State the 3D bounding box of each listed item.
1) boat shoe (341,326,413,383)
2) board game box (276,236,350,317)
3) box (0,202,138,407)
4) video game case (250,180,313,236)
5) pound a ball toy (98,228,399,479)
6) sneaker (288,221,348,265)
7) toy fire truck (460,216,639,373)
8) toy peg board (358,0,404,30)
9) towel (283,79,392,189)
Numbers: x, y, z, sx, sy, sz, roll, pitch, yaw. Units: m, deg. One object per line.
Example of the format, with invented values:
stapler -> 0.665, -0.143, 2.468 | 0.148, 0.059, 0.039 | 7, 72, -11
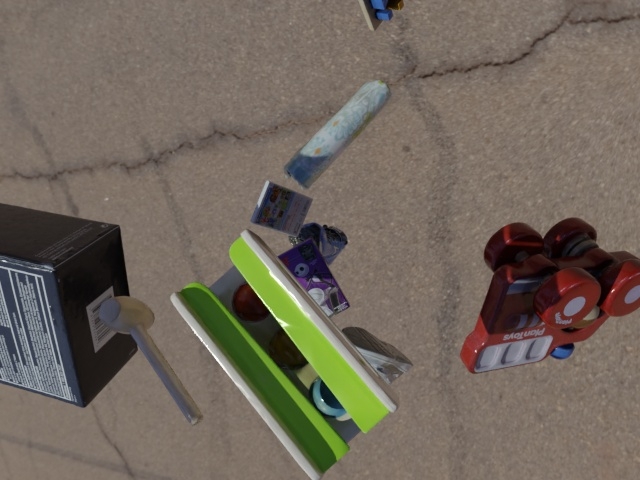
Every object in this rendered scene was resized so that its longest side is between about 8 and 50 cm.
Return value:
boat shoe -> 0.136, 0.313, 1.344 | 0.103, 0.320, 0.118 | -52, 51, 4
board game box -> -0.123, 0.163, 1.319 | 0.347, 0.056, 0.208 | -30, 91, 3
box -> -0.524, 0.107, 0.937 | 0.294, 0.182, 0.296 | 10, 118, 12
video game case -> -0.075, -0.061, 1.014 | 0.011, 0.122, 0.087 | 28, 97, 45
pound a ball toy -> -0.086, 0.142, 0.635 | 0.208, 0.136, 0.319 | -42, 78, -2
sneaker -> 0.000, 0.000, 1.569 | 0.130, 0.330, 0.147 | 42, 81, 12
toy fire truck -> 0.401, 0.111, 0.887 | 0.169, 0.302, 0.253 | -122, 34, -50
toy peg board -> 0.159, -0.587, 1.146 | 0.079, 0.160, 0.161 | 25, 165, 35
towel -> 0.031, -0.279, 1.396 | 0.090, 0.374, 0.320 | 42, 91, -8
